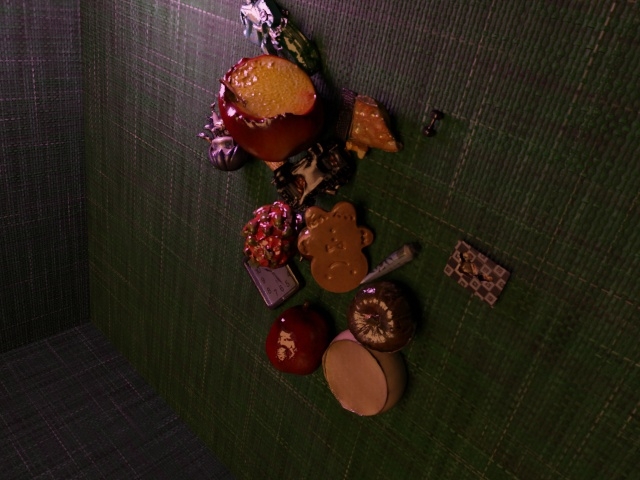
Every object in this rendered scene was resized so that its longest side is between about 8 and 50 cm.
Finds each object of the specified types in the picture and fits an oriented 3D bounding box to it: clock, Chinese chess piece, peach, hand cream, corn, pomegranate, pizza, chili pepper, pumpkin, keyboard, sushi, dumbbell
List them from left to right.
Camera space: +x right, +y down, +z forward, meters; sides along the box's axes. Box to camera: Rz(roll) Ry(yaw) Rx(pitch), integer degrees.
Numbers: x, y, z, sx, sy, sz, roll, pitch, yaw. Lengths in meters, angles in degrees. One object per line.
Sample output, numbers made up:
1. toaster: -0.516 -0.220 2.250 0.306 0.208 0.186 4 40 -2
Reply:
1. corn: -0.205 -0.351 2.113 0.238 0.080 0.080 54 133 18
2. clock: -0.210 0.141 2.311 0.273 0.049 0.279 -40 76 43
3. peach: -0.169 -0.447 1.871 0.405 0.335 0.310 35 154 20
4. chili pepper: -0.081 -0.685 1.861 0.098 0.061 0.224 -36 94 14
5. pomegranate: 0.008 0.004 1.987 0.220 0.156 0.156 -18 92 36
6. keyboard: 0.082 -0.428 1.858 0.061 0.013 0.205 32 124 31
7. Chinese chess piece: 0.167 0.501 2.017 0.338 0.140 0.338 16 115 38
8. pizza: 0.194 -0.383 1.732 0.204 0.080 0.188 30 147 22
9. pumpkin: 0.207 0.266 1.841 0.260 0.189 0.261 4 98 29
10. hand cream: 0.239 0.087 1.844 0.271 0.091 0.058 -40 81 40
11. dumbbell: 0.343 -0.360 1.617 0.035 0.040 0.083 22 125 0
12. sushi: 0.493 0.098 1.640 0.201 0.031 0.139 40 129 31

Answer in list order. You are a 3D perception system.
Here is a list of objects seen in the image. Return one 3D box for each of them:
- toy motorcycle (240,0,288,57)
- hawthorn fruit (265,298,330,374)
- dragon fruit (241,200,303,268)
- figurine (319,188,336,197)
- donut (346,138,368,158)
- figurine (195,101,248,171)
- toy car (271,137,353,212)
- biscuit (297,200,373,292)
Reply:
1. toy motorcycle: -0.222 -0.803 1.953 0.297 0.109 0.198 58 137 13
2. hawthorn fruit: -0.085 0.390 2.145 0.265 0.265 0.308 27 103 34
3. dragon fruit: -0.187 -0.026 2.087 0.231 0.303 0.237 17 144 8
4. figurine: -0.019 -0.214 2.002 0.187 0.083 0.083 16 116 24
5. donut: 0.125 -0.318 1.824 0.083 0.067 0.038 10 135 6
6. figurine: -0.385 -0.420 2.184 0.175 0.197 0.265 10 91 42
7. toy car: -0.021 -0.237 1.905 0.301 0.118 0.193 -32 97 16
8. biscuit: 0.058 0.032 1.907 0.274 0.052 0.355 -6 113 2
